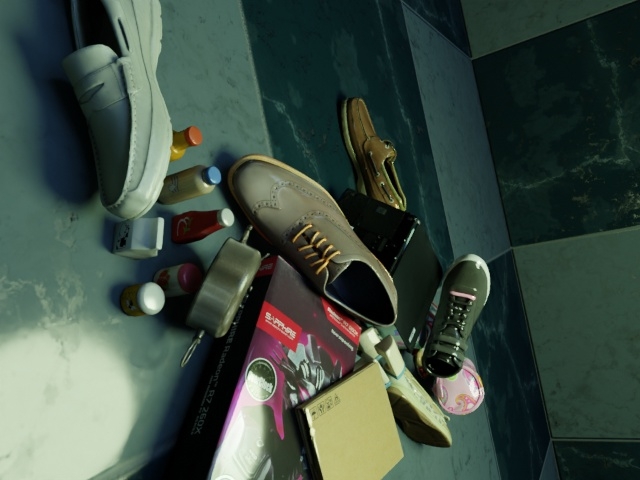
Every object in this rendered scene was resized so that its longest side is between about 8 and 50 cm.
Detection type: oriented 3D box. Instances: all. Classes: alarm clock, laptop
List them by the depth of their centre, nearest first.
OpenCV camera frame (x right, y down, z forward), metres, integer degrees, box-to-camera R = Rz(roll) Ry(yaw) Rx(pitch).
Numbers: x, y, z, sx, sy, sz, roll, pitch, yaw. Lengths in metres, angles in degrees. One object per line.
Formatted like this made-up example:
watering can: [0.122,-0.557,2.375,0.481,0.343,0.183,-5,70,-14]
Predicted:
alarm clock: [-0.133,0.080,0.682,0.064,0.129,0.192,29,62,-3]
laptop: [0.117,0.053,1.058,0.234,0.264,0.137,-57,165,-39]

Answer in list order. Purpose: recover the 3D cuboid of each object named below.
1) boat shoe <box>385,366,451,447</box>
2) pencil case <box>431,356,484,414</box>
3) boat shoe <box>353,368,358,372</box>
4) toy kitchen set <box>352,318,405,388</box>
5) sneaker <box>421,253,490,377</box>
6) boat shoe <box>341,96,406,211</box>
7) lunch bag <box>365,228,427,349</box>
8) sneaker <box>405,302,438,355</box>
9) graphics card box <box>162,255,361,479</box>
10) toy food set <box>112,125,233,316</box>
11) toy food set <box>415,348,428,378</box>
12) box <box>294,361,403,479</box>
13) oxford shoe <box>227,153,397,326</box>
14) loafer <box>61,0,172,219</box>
boat shoe: [0.231,0.390,1.195,0.285,0.104,0.089,54,41,-33]
pencil case: [0.345,0.361,1.310,0.284,0.124,0.124,29,53,-76]
boat shoe: [0.044,0.342,0.836,0.095,0.084,0.258,25,77,-28]
toy kitchen set: [0.051,0.271,0.984,0.207,0.166,0.122,-32,110,-19]
sneaker: [0.295,0.179,1.119,0.147,0.104,0.296,-59,162,-55]
boat shoe: [0.135,-0.204,1.244,0.110,0.104,0.308,-24,100,-59]
lunch bag: [0.178,0.110,1.203,0.224,0.107,0.279,55,39,-40]
sneaker: [0.256,0.237,1.340,0.087,0.128,0.221,45,-9,25]
graphics card box: [-0.065,0.235,0.750,0.233,0.094,0.371,45,45,-33]
toy food set: [-0.180,-0.021,0.657,0.111,0.104,0.233,26,58,-53]
toy food set: [0.274,0.323,1.371,0.082,0.020,0.083,-35,109,-57]
box: [0.051,0.293,0.777,0.201,0.021,0.165,-13,87,-53]
oxford shoe: [0.000,0.000,0.830,0.363,0.130,0.133,42,5,-13]
loafer: [-0.249,-0.180,0.609,0.111,0.112,0.320,12,61,-52]
